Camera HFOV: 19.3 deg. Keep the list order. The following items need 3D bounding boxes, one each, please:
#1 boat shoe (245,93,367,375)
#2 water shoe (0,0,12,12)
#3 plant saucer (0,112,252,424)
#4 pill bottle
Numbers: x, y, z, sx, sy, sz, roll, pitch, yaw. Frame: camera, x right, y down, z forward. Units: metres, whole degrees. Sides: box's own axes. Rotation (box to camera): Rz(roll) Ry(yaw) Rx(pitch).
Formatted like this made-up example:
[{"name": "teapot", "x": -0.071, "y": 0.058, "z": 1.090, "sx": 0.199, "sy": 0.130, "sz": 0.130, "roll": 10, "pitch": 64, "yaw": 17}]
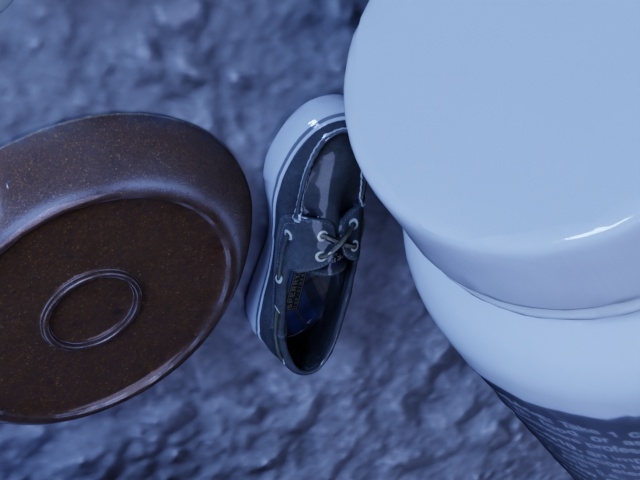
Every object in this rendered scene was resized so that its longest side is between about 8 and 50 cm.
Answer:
[{"name": "boat shoe", "x": 0.000, "y": 0.000, "z": 0.824, "sx": 0.049, "sy": 0.040, "sz": 0.142, "roll": -13, "pitch": 138, "yaw": -25}, {"name": "water shoe", "x": -0.116, "y": -0.161, "z": 0.563, "sx": 0.080, "sy": 0.073, "sz": 0.203, "roll": -45, "pitch": 150, "yaw": -32}, {"name": "plant saucer", "x": -0.099, "y": 0.021, "z": 0.785, "sx": 0.168, "sy": 0.029, "sz": 0.168, "roll": -20, "pitch": 139, "yaw": -19}, {"name": "pill bottle", "x": 0.159, "y": 0.009, "z": 0.818, "sx": 0.204, "sy": 0.204, "sz": 0.361, "roll": -38, "pitch": 143, "yaw": 4}]
